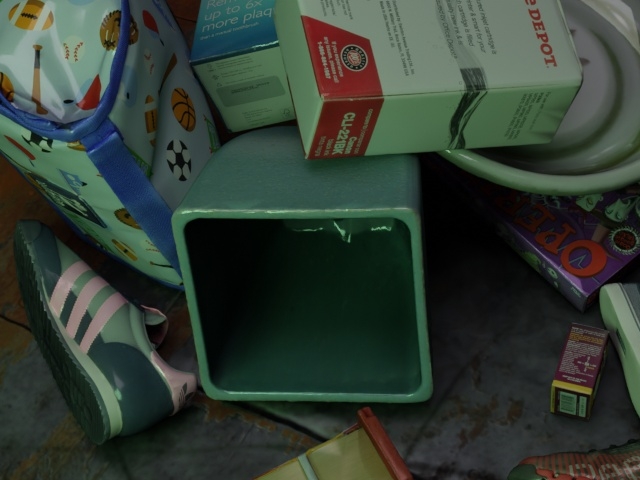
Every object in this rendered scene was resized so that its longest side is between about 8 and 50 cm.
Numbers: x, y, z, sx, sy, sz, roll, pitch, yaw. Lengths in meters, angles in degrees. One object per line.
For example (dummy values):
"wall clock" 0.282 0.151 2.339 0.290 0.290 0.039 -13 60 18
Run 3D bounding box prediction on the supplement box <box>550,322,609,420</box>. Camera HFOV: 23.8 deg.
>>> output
"supplement box" 0.271 0.137 1.590 0.043 0.055 0.083 12 55 17

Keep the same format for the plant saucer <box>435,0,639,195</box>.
"plant saucer" 0.234 -0.204 1.707 0.401 0.100 0.400 4 59 -8

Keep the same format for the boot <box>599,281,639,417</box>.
"boot" 0.359 0.114 1.584 0.086 0.069 0.190 -8 50 -5

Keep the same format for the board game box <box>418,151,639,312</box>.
"board game box" 0.250 -0.099 1.747 0.208 0.056 0.347 -39 67 -16

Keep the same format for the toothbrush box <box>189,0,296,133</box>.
"toothbrush box" -0.021 -0.290 1.834 0.216 0.126 0.295 -10 45 18

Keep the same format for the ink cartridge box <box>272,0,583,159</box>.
"ink cartridge box" 0.106 -0.199 1.555 0.273 0.114 0.197 -5 60 -13

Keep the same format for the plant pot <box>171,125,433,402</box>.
"plant pot" 0.000 0.000 1.636 0.247 0.247 0.252 -1 35 9

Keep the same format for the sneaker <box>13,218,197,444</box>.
"sneaker" -0.247 0.090 1.699 0.131 0.112 0.319 -15 51 -24

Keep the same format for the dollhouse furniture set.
"dollhouse furniture set" 0.042 0.364 1.391 0.201 0.152 0.374 -24 56 -10

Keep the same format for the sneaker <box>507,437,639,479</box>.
"sneaker" 0.321 0.233 1.478 0.276 0.097 0.135 5 53 11

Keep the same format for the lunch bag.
"lunch bag" -0.253 -0.158 1.729 0.239 0.328 0.385 -28 52 3
